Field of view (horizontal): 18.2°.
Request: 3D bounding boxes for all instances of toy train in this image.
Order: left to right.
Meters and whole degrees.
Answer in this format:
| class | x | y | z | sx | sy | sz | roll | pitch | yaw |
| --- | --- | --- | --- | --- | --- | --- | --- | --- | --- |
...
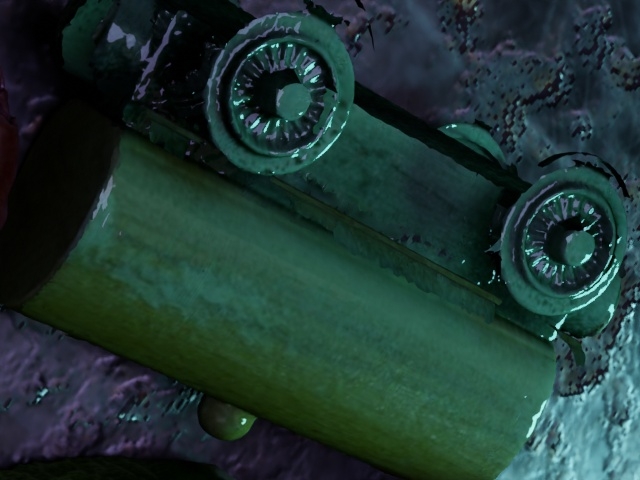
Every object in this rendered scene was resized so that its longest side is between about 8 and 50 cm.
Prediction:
| class | x | y | z | sx | sy | sz | roll | pitch | yaw |
| --- | --- | --- | --- | --- | --- | --- | --- | --- | --- |
| toy train | 0.003 | 0.003 | 0.867 | 0.307 | 0.126 | 0.189 | 27 | 83 | -31 |

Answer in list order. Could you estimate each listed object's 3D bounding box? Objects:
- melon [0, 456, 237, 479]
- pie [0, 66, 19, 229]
| class | x | y | z | sx | sy | sz | roll | pitch | yaw |
| --- | --- | --- | --- | --- | --- | --- | --- | --- | --- |
| melon | -0.138 | 0.189 | 0.814 | 0.323 | 0.196 | 0.124 | -43 | 151 | -28 |
| pie | -0.205 | -0.042 | 0.780 | 0.182 | 0.049 | 0.182 | -1 | 92 | -29 |
